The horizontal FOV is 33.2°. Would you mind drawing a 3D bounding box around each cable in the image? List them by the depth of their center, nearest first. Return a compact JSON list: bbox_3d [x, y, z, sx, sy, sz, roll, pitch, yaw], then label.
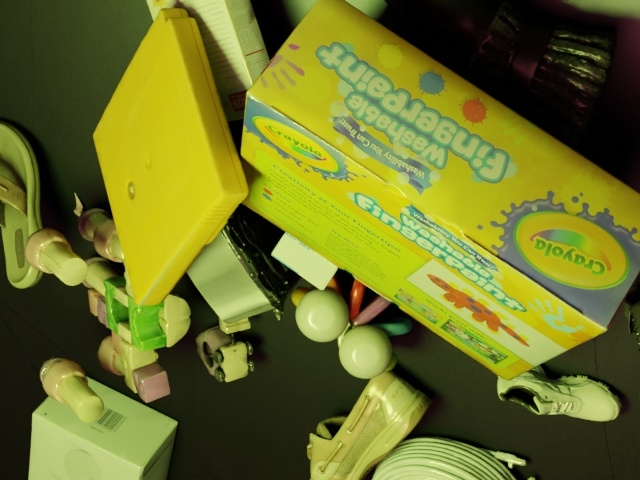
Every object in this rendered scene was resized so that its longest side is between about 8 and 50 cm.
[{"bbox_3d":[0.199,0.427,1.699,0.257,0.089,0.257,14,125,18],"label":"cable"}]

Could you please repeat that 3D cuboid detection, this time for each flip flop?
[{"bbox_3d":[-0.497,-0.059,1.685,0.112,0.080,0.277,-21,75,45],"label":"flip flop"}]

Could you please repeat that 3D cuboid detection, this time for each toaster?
[{"bbox_3d":[-0.106,0.013,1.528,0.110,0.186,0.168,-24,108,31],"label":"toaster"}]

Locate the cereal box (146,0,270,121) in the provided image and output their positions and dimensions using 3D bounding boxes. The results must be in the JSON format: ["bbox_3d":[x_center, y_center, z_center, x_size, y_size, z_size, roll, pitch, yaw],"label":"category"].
[{"bbox_3d":[-0.147,-0.272,1.396,0.173,0.047,0.240,0,113,50],"label":"cereal box"}]

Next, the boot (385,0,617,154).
[{"bbox_3d":[0.212,-0.257,1.220,0.260,0.131,0.348,22,139,22],"label":"boot"}]

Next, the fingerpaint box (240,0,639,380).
[{"bbox_3d":[0.129,-0.044,1.281,0.444,0.163,0.371,34,164,4],"label":"fingerpaint box"}]

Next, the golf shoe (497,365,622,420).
[{"bbox_3d":[0.331,0.227,1.507,0.176,0.086,0.069,16,124,15],"label":"golf shoe"}]

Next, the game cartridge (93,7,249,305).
[{"bbox_3d":[-0.206,-0.106,1.420,0.323,0.052,0.285,-44,58,50],"label":"game cartridge"}]

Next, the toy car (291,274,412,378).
[{"bbox_3d":[0.054,0.105,1.549,0.182,0.159,0.136,41,93,-1],"label":"toy car"}]

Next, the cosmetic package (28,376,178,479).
[{"bbox_3d":[-0.399,0.396,1.952,0.224,0.138,0.225,24,127,11],"label":"cosmetic package"}]

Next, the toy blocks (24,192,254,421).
[{"bbox_3d":[-0.307,0.088,1.692,0.260,0.309,0.289,26,124,53],"label":"toy blocks"}]

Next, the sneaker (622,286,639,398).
[{"bbox_3d":[0.436,0.110,1.386,0.106,0.078,0.234,20,123,18],"label":"sneaker"}]

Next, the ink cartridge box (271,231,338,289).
[{"bbox_3d":[0.000,0.000,1.505,0.088,0.122,0.052,35,125,2],"label":"ink cartridge box"}]

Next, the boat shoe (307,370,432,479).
[{"bbox_3d":[0.039,0.325,1.706,0.110,0.121,0.341,41,119,3],"label":"boat shoe"}]
